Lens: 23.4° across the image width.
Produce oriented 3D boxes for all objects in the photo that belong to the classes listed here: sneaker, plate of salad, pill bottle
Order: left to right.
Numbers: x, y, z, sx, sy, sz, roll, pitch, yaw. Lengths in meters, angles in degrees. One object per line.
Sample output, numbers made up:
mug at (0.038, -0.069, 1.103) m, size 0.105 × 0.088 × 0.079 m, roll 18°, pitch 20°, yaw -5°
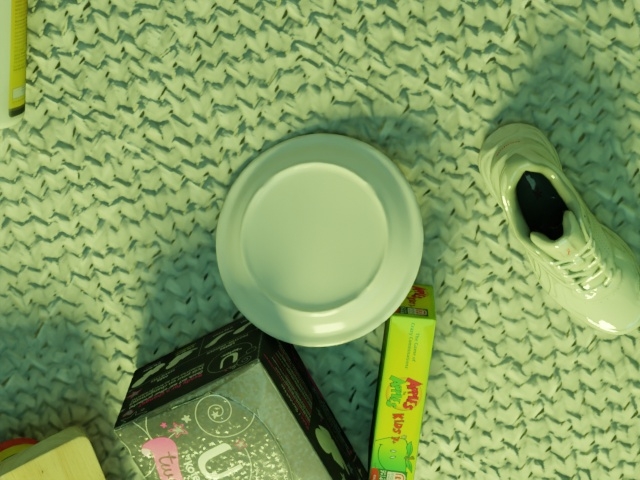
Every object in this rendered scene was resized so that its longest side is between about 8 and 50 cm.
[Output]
pill bottle at (-0.314, -0.196, 1.379) m, size 0.103 × 0.103 × 0.184 m, roll 5°, pitch 108°, yaw 0°
plate of salad at (0.000, 0.000, 1.443) m, size 0.200 × 0.048 × 0.199 m, roll -2°, pitch 82°, yaw 15°
sneaker at (0.223, 0.006, 1.420) m, size 0.090 × 0.115 × 0.232 m, roll -37°, pitch 103°, yaw 13°

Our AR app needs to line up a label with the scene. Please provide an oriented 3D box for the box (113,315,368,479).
box at (-0.064, 0.220, 1.488) m, size 0.163 × 0.142 × 0.247 m, roll -27°, pitch 105°, yaw 10°

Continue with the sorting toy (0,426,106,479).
sorting toy at (-0.317, 0.326, 1.509) m, size 0.255 × 0.089 × 0.257 m, roll -26°, pitch 120°, yaw -17°

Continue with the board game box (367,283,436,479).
board game box at (0.077, 0.141, 1.482) m, size 0.043 × 0.092 × 0.181 m, roll 7°, pitch 109°, yaw 0°
